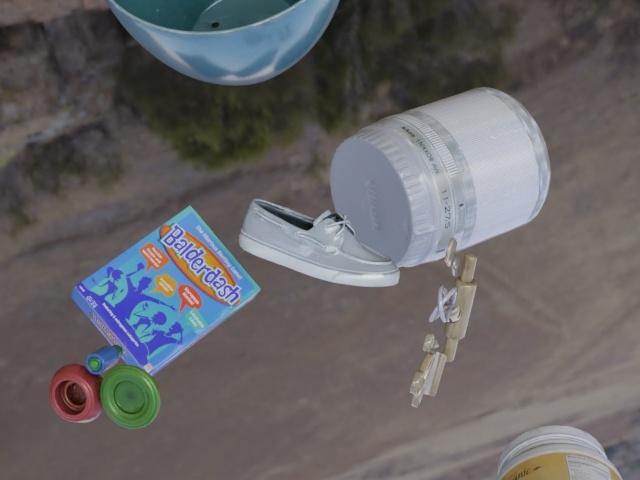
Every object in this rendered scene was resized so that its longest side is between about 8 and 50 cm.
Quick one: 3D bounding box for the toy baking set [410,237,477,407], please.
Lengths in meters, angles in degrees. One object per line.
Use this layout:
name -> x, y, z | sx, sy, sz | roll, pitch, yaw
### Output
toy baking set -> 0.165, 0.101, 1.701 | 0.030, 0.256, 0.197 | 16, -158, 13

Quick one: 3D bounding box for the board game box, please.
board game box -> -0.213, 0.073, 1.847 | 0.210, 0.160, 0.047 | -38, 173, -28

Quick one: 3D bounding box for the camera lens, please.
camera lens -> 0.180, -0.093, 1.946 | 0.274, 0.219, 0.219 | -20, 167, -30

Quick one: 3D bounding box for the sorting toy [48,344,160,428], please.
sorting toy -> -0.165, 0.113, 1.052 | 0.102, 0.061, 0.042 | -1, -168, 21

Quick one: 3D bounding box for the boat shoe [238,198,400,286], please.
boat shoe -> 0.000, 0.000, 1.753 | 0.227, 0.081, 0.079 | 17, -162, 17

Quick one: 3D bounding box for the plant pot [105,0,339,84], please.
plant pot -> -0.101, -0.290, 1.529 | 0.290, 0.290, 0.195 | -17, 149, -3

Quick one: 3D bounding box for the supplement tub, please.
supplement tub -> 0.254, 0.304, 1.388 | 0.144, 0.199, 0.144 | 0, 122, 1
